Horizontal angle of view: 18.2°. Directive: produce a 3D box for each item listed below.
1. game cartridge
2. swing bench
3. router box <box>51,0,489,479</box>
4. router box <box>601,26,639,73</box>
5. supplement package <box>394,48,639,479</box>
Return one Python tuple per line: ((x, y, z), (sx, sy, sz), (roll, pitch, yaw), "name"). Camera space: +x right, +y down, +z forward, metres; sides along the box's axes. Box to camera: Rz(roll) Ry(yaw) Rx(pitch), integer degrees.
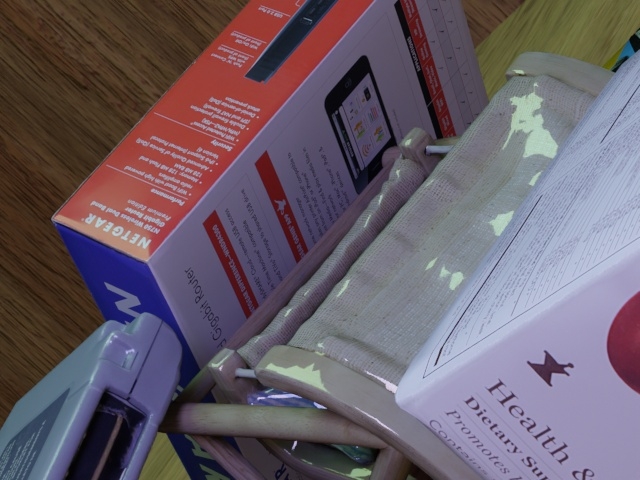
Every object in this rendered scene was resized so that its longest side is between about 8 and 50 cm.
((-0.180, 0.192, 1.116), (0.196, 0.060, 0.294), (-34, 27, 48), "game cartridge")
((0.073, 0.043, 1.112), (0.253, 0.165, 0.254), (-49, 5, -27), "swing bench")
((0.000, 0.000, 1.320), (0.301, 0.082, 0.335), (-50, -37, -25), "router box")
((0.225, -0.097, 1.503), (0.133, 0.046, 0.179), (-47, 6, 10), "router box")
((0.167, 0.019, 0.456), (0.149, 0.194, 0.203), (-53, 7, -37), "supplement package")
